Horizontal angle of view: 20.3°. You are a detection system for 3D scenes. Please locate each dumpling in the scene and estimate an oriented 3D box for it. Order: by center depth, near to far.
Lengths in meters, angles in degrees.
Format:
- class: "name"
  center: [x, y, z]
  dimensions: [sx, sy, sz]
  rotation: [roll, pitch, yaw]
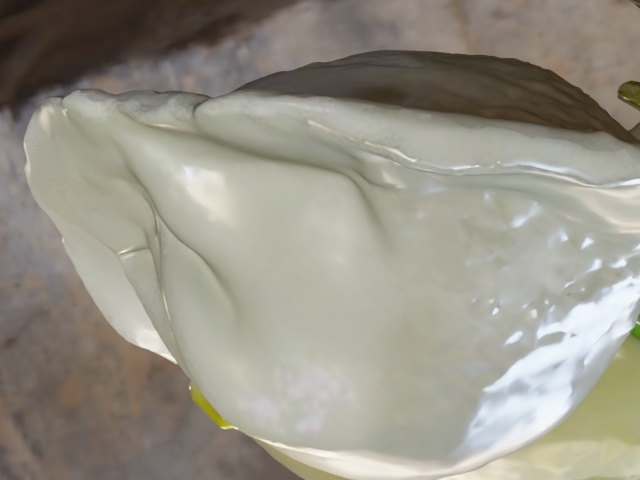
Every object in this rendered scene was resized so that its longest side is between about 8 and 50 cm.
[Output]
- class: "dumpling"
  center: [0.002, -0.001, 0.486]
  dimensions: [0.216, 0.166, 0.126]
  rotation: [-151, -100, -73]

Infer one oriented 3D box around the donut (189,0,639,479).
- class: "donut"
  center: [0.106, -0.065, 0.678]
  dimensions: [0.371, 0.307, 0.150]
  rotation: [-64, 152, -12]
